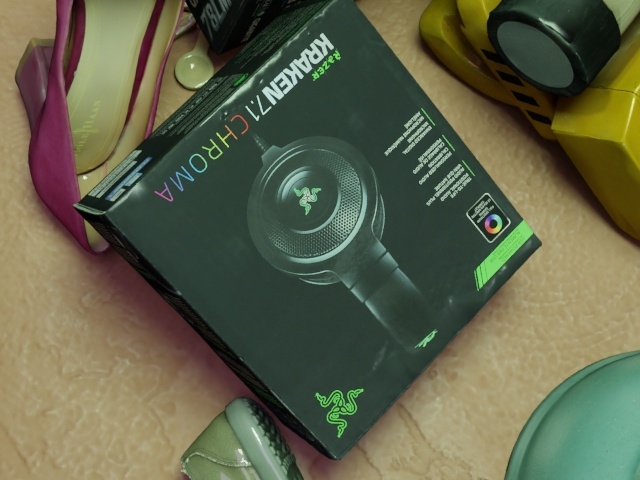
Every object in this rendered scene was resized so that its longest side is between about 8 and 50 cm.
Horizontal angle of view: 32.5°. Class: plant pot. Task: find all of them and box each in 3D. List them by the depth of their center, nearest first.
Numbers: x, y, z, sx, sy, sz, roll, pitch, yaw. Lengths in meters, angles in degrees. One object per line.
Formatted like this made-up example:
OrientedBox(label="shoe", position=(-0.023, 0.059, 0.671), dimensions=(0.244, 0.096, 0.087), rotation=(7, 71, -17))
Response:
OrientedBox(label="plant pot", position=(0.301, 0.215, 0.841), dimensions=(0.293, 0.196, 0.293), rotation=(0, 76, -2))

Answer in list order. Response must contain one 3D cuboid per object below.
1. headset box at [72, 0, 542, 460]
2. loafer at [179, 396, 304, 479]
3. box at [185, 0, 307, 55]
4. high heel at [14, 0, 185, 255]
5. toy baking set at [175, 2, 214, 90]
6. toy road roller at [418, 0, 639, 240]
OrientedBox(label="headset box", position=(-0.002, -0.005, 0.871), dimensions=(0.246, 0.131, 0.283), rotation=(-44, 109, -12))
OrientedBox(label="loafer", position=(-0.033, 0.252, 0.880), dimensions=(0.087, 0.094, 0.251), rotation=(-30, 76, 5))
OrientedBox(label="box", position=(0.053, -0.280, 0.877), dimensions=(0.293, 0.295, 0.073), rotation=(-29, 87, -20))
OrientedBox(label="high heel", position=(-0.140, -0.144, 0.841), dimensions=(0.127, 0.377, 0.181), rotation=(-13, 70, -30))
OrientedBox(label="toy baking set", position=(-0.093, -0.253, 1.025), dimensions=(0.197, 0.030, 0.256), rotation=(-13, 77, -6))
OrientedBox(label="toy road roller", position=(0.240, -0.169, 0.960), dimensions=(0.202, 0.240, 0.329), rotation=(-51, 120, -13))
